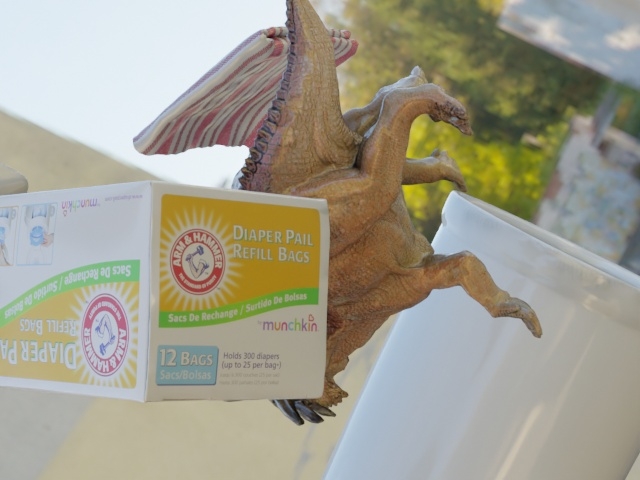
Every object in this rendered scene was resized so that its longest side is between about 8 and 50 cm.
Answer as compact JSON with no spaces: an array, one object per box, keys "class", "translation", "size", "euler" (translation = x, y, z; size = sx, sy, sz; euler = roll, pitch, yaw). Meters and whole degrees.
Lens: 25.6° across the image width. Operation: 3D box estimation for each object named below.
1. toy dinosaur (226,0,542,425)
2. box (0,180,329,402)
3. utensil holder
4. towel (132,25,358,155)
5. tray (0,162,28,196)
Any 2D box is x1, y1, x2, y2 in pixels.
[{"class":"toy dinosaur","translation":[0.000,0.000,0.838],"size":[0.127,0.200,0.295],"euler":[-115,2,-54]},{"class":"box","translation":[-0.102,0.028,0.743],"size":[0.114,0.203,0.103],"euler":[5,-94,-42]},{"class":"utensil holder","translation":[0.209,0.184,1.598],"size":[0.385,0.328,0.327],"euler":[-63,-5,7]},{"class":"towel","translation":[-0.055,-0.120,1.148],"size":[0.144,0.029,0.197],"euler":[-39,-8,22]},{"class":"tray","translation":[-0.344,-0.036,0.923],"size":[0.145,0.270,0.030],"euler":[-60,15,12]}]
